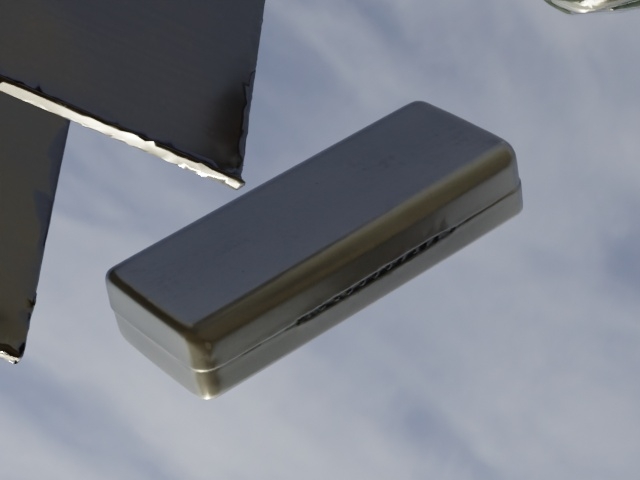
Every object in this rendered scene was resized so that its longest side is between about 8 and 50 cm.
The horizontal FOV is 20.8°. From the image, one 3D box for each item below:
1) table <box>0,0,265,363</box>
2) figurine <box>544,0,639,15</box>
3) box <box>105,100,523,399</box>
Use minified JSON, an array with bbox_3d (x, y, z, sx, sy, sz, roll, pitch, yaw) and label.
[{"bbox_3d":[-0.207,-0.106,0.863,0.282,0.196,0.250,23,-37,-26],"label":"table"},{"bbox_3d":[0.130,-0.147,0.796,0.082,0.094,0.086,-3,-86,-6],"label":"figurine"},{"bbox_3d":[0.000,0.000,1.014,0.103,0.244,0.055,32,-37,43],"label":"box"}]
